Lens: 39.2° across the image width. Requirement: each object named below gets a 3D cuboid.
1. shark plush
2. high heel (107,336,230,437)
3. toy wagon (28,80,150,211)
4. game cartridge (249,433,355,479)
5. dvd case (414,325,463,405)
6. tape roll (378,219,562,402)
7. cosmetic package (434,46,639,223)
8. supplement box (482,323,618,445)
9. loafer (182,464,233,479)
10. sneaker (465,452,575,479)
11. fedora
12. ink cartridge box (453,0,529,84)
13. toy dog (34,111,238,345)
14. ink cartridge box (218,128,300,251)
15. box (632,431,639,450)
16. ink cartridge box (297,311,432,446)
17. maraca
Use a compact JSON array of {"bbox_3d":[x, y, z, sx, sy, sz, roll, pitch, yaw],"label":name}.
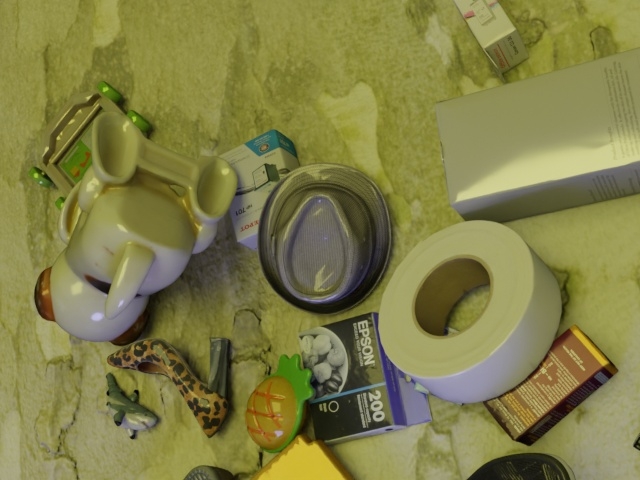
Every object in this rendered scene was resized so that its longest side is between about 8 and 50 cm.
[{"bbox_3d":[-0.380,0.323,1.774,0.067,0.073,0.161,-38,39,-10],"label":"shark plush"},{"bbox_3d":[-0.295,0.282,1.698,0.261,0.093,0.186,-5,66,15],"label":"high heel"},{"bbox_3d":[-0.477,-0.173,1.940,0.267,0.068,0.344,-50,61,6],"label":"toy wagon"},{"bbox_3d":[-0.044,0.529,1.511,0.323,0.052,0.285,-43,71,6],"label":"game cartridge"},{"bbox_3d":[0.215,0.207,1.512,0.087,0.013,0.119,16,81,20],"label":"dvd case"},{"bbox_3d":[0.233,0.110,1.433,0.286,0.100,0.286,-27,44,29],"label":"tape roll"},{"bbox_3d":[0.389,-0.162,1.461,0.365,0.155,0.197,-12,70,24],"label":"cosmetic package"},{"bbox_3d":[0.357,0.227,1.392,0.188,0.104,0.081,-43,61,9],"label":"supplement box"},{"bbox_3d":[-0.237,0.495,1.619,0.251,0.087,0.094,-47,61,25],"label":"loafer"},{"bbox_3d":[0.301,0.388,1.328,0.295,0.178,0.124,-43,57,43],"label":"sneaker"},{"bbox_3d":[0.000,0.000,1.573,0.243,0.124,0.275,11,95,6],"label":"fedora"},{"bbox_3d":[0.304,-0.373,1.587,0.067,0.115,0.198,-31,65,15],"label":"ink cartridge box"},{"bbox_3d":[-0.365,0.037,1.691,0.408,0.284,0.395,-47,38,41],"label":"toy dog"},{"bbox_3d":[-0.105,-0.095,1.727,0.139,0.082,0.191,-24,65,18],"label":"ink cartridge box"},{"bbox_3d":[0.529,0.257,1.239,0.108,0.207,0.153,32,90,30],"label":"box"},{"bbox_3d":[0.074,0.235,1.564,0.208,0.045,0.206,-18,68,19],"label":"ink cartridge box"},{"bbox_3d":[-0.069,0.286,1.576,0.127,0.099,0.186,45,115,39],"label":"maraca"}]
